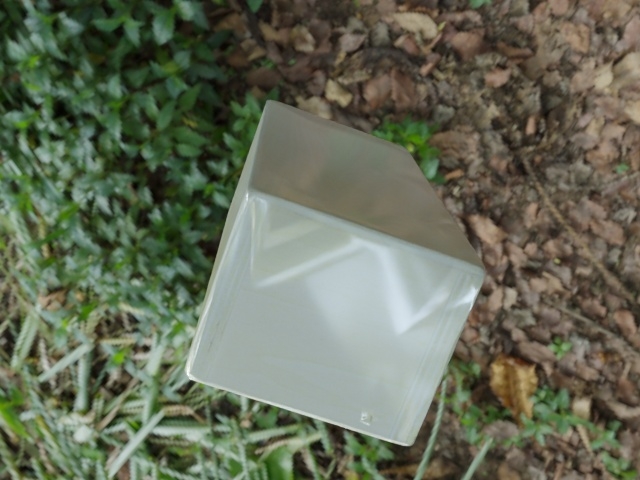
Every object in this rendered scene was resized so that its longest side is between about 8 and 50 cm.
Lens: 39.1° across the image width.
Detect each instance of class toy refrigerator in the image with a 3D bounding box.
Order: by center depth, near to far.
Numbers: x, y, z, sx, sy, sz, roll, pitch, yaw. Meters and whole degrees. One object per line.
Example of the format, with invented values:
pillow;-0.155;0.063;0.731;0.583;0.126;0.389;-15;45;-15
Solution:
toy refrigerator;0.000;0.000;0.486;0.102;0.269;0.094;18;105;-7
